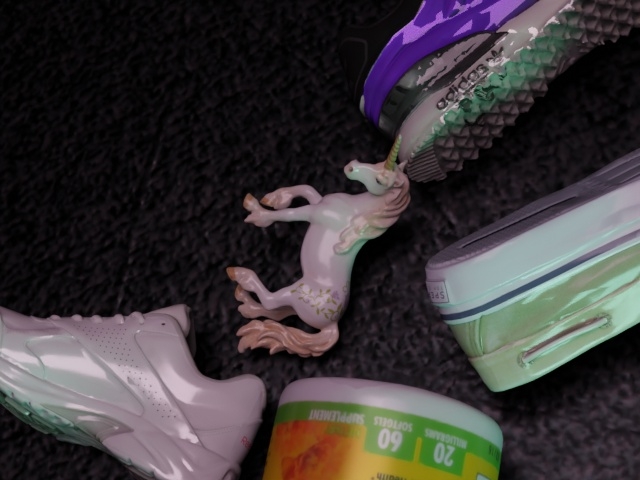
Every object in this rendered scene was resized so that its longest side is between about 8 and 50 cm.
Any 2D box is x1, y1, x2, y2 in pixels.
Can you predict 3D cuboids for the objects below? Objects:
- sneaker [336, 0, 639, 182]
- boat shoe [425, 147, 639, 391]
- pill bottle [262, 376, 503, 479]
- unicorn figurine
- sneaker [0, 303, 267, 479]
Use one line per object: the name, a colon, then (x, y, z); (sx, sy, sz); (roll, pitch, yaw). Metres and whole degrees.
sneaker: (0.132, -0.183, 0.977); (0.293, 0.102, 0.146); (-38, 65, -3)
boat shoe: (0.214, -0.005, 0.902); (0.302, 0.109, 0.094); (-24, 100, 1)
pill bottle: (0.020, 0.213, 0.831); (0.136, 0.136, 0.245); (6, 71, 16)
unicorn figurine: (0.000, 0.000, 0.959); (0.111, 0.060, 0.162); (11, 101, 20)
sneaker: (-0.136, 0.084, 0.957); (0.232, 0.090, 0.115); (27, 71, 12)
